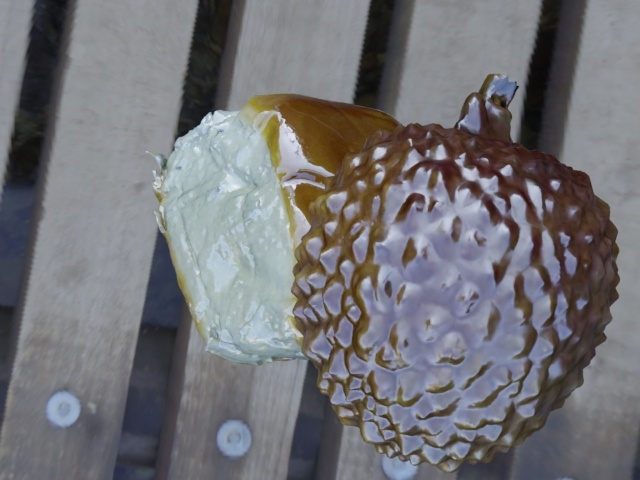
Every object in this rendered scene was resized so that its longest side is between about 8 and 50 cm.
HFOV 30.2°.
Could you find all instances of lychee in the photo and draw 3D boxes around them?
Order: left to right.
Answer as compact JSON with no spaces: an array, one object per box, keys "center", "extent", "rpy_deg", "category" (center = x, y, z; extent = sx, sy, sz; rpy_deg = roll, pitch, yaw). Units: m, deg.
[{"center":[0.080,0.016,0.703],"extent":[0.200,0.200,0.238],"rpy_deg":[10,80,-4],"category":"lychee"}]

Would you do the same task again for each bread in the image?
[{"center":[0.000,0.000,1.144],"extent":[0.225,0.250,0.279],"rpy_deg":[-34,61,35],"category":"bread"}]
